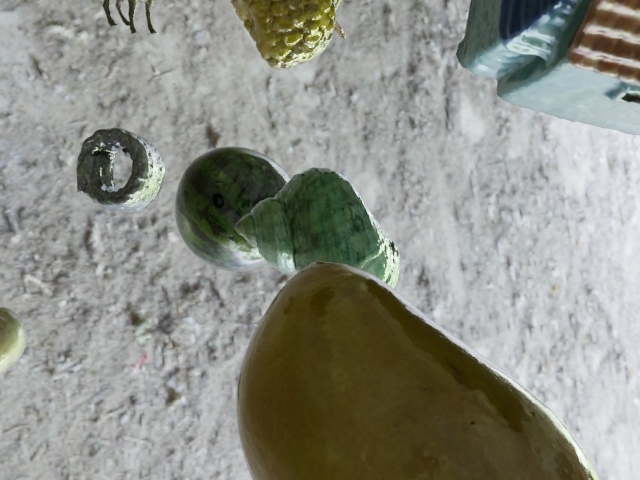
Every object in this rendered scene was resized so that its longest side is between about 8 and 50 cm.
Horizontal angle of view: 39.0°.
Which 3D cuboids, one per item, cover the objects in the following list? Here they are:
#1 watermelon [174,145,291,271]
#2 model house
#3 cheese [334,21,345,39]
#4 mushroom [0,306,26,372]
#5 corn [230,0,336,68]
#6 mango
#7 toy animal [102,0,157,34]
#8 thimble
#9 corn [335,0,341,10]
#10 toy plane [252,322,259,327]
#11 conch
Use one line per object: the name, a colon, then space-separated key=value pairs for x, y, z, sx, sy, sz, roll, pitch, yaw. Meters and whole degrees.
watermelon: x=-0.187 y=-0.071 z=2.051 sx=0.285 sy=0.285 sz=0.285 roll=23 pitch=63 yaw=-53
model house: x=0.315 y=-0.230 z=0.777 sx=0.329 sy=0.295 sz=0.251 roll=-147 pitch=-112 yaw=-81
cheese: x=-0.009 y=-0.256 z=0.967 sx=0.111 sy=0.017 sz=0.047 roll=49 pitch=3 yaw=22
mushroom: x=-0.585 y=0.177 z=1.544 sx=0.166 sy=0.166 sz=0.127 roll=-34 pitch=98 yaw=-55
corn: x=-0.044 y=-0.256 z=0.658 sx=0.097 sy=0.097 sz=0.261 roll=-40 pitch=123 yaw=-54
mango: x=0.062 y=0.155 z=0.653 sx=0.211 sy=0.173 sz=0.317 roll=-32 pitch=69 yaw=-27
toy animal: x=-0.352 y=-0.495 z=1.746 sx=0.094 sy=0.214 sz=0.186 roll=-13 pitch=117 yaw=-48
thimble: x=-0.360 y=-0.126 z=1.620 sx=0.098 sy=0.150 sz=0.150 roll=9 pitch=73 yaw=-75
corn: x=-0.003 y=-0.380 z=1.334 sx=0.091 sy=0.091 sz=0.260 roll=37 pitch=67 yaw=-17
toy plane: x=-0.006 y=0.126 z=1.505 sx=0.058 sy=0.226 sz=0.226 roll=56 pitch=26 yaw=-29
conch: x=0.001 y=0.002 z=1.087 sx=0.122 sy=0.188 sz=0.176 roll=-34 pitch=144 yaw=-49
